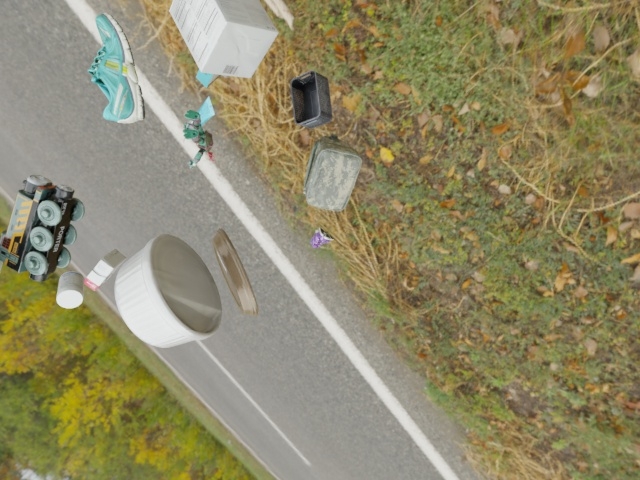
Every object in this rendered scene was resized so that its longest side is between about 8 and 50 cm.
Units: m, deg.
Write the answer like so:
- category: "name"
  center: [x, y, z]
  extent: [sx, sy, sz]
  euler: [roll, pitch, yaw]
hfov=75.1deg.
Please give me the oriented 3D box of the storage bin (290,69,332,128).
- category: "storage bin"
  center: [-0.034, -0.527, 1.567]
  extent: [0.122, 0.084, 0.180]
  euler: [-9, 85, 36]

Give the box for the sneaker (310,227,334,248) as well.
- category: "sneaker"
  center: [0.000, 0.000, 1.567]
  extent: [0.068, 0.071, 0.170]
  euler: [38, 171, -4]

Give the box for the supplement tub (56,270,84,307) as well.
- category: "supplement tub"
  center: [-0.757, 0.148, 1.262]
  extent: [0.107, 0.071, 0.071]
  euler: [51, 163, 51]

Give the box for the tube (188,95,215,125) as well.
- category: "tube"
  center: [-0.514, -0.538, 1.804]
  extent: [0.207, 0.052, 0.080]
  euler: [-20, 94, 50]

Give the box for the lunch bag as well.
- category: "lunch bag"
  center: [0.040, -0.316, 1.933]
  extent: [0.213, 0.256, 0.305]
  euler: [10, 119, -13]

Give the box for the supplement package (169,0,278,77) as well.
- category: "supplement package"
  center: [-0.310, -0.694, 1.322]
  extent: [0.198, 0.199, 0.262]
  euler: [-40, 73, 42]

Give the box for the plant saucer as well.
- category: "plant saucer"
  center: [-0.252, 0.097, 1.205]
  extent: [0.278, 0.041, 0.277]
  euler: [55, 158, 34]

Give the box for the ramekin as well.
- category: "ramekin"
  center: [-0.366, 0.131, 1.001]
  extent: [0.272, 0.127, 0.273]
  euler: [60, -171, -16]

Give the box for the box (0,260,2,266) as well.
- category: "box"
  center: [-1.101, 0.216, 1.206]
  extent: [0.215, 0.345, 0.168]
  euler: [15, 177, -31]

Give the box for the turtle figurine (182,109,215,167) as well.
- category: "turtle figurine"
  center: [-0.472, -0.385, 1.599]
  extent: [0.234, 0.118, 0.175]
  euler: [114, 141, -73]

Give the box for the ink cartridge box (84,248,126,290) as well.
- category: "ink cartridge box"
  center: [-0.885, 0.119, 1.710]
  extent: [0.063, 0.109, 0.150]
  euler: [43, 109, -13]

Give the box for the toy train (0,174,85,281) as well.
- category: "toy train"
  center: [-0.877, -0.038, 1.299]
  extent: [0.190, 0.142, 0.333]
  euler: [27, 105, 4]

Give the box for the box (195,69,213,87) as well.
- category: "box"
  center: [-0.403, -0.686, 1.593]
  extent: [0.060, 0.100, 0.244]
  euler: [43, 157, -16]

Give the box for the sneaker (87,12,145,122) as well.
- category: "sneaker"
  center: [-0.520, -0.430, 1.036]
  extent: [0.107, 0.110, 0.275]
  euler: [-13, 90, 66]
